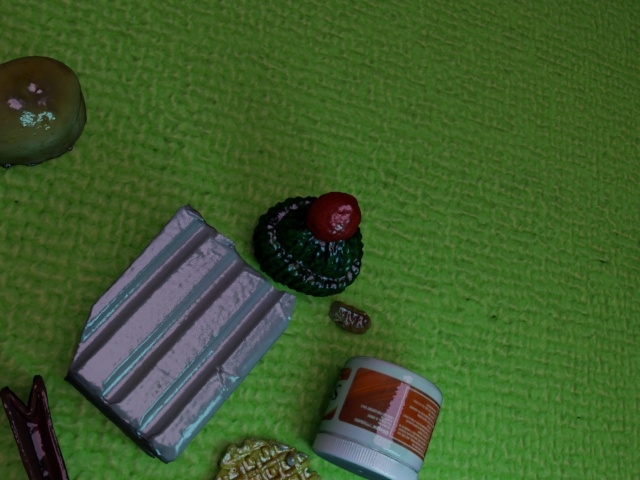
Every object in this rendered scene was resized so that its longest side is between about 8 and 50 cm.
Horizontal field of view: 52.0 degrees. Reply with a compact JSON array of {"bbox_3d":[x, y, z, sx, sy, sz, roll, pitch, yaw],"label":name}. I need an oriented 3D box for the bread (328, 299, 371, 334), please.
[{"bbox_3d":[0.079,0.201,1.679,0.110,0.060,0.066,26,39,-17],"label":"bread"}]

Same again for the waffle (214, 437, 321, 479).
[{"bbox_3d":[-0.134,0.587,1.490,0.281,0.060,0.262,26,71,-15],"label":"waffle"}]

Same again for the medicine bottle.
[{"bbox_3d":[0.137,0.426,1.538,0.253,0.252,0.240,30,66,-15],"label":"medicine bottle"}]

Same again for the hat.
[{"bbox_3d":[0.000,0.000,1.541,0.274,0.332,0.242,8,72,-20],"label":"hat"}]

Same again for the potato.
[{"bbox_3d":[-0.627,-0.287,1.406,0.286,0.242,0.242,-25,88,-30],"label":"potato"}]

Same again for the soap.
[{"bbox_3d":[-0.318,0.201,1.417,0.350,0.213,0.435,44,64,-11],"label":"soap"}]

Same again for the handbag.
[{"bbox_3d":[-0.532,0.398,1.248,0.084,0.260,0.275,-16,86,-29],"label":"handbag"}]
